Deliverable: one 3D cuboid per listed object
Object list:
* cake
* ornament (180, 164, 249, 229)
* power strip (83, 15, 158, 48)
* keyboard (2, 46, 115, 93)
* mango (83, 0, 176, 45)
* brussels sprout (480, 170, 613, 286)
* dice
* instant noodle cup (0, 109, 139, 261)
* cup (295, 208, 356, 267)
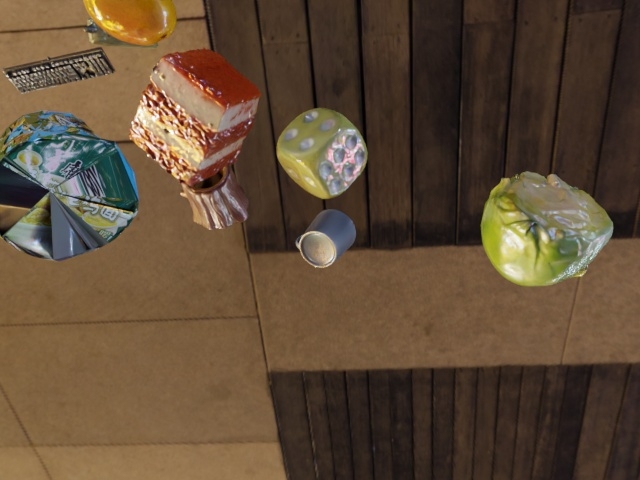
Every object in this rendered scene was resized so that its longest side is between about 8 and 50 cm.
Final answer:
[{"bbox_3d":[-0.365,-0.382,1.684,0.269,0.270,0.319,39,124,3],"label":"cake"},{"bbox_3d":[-0.375,-0.181,1.987,0.235,0.221,0.218,19,153,17],"label":"ornament"},{"bbox_3d":[-0.643,-0.679,1.815,0.066,0.387,0.092,3,108,14],"label":"power strip"},{"bbox_3d":[-0.793,-0.514,1.686,0.317,0.027,0.106,-10,149,6],"label":"keyboard"},{"bbox_3d":[-0.437,-0.523,1.251,0.217,0.102,0.141,24,126,0],"label":"mango"},{"bbox_3d":[0.275,-0.007,0.710,0.149,0.151,0.122,28,135,13],"label":"brussels sprout"},{"bbox_3d":[0.005,-0.309,1.960,0.238,0.233,0.227,-49,138,-13],"label":"dice"},{"bbox_3d":[-0.450,-0.108,0.954,0.240,0.178,0.240,-17,129,-22],"label":"instant noodle cup"},{"bbox_3d":[0.000,0.000,0.934,0.100,0.077,0.078,-10,111,31],"label":"cup"}]
